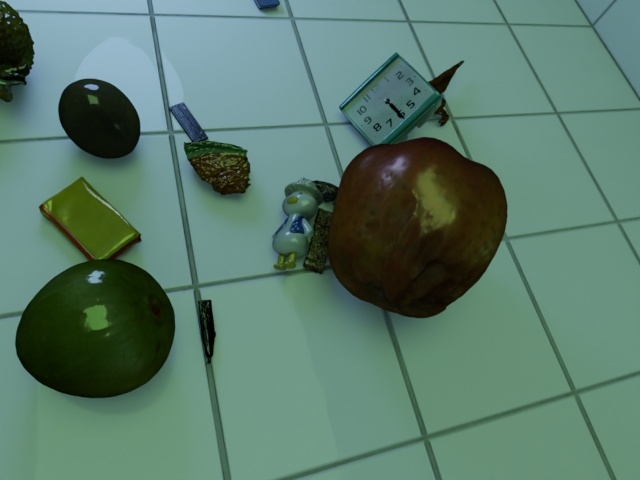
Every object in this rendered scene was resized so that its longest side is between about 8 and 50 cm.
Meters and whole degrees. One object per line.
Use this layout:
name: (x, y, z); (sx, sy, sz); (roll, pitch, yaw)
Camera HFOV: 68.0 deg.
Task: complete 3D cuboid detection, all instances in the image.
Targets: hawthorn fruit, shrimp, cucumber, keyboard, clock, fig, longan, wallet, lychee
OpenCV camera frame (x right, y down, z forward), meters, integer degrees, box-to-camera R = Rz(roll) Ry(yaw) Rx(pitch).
hawthorn fruit: (0.243, -0.023, 1.226); (0.471, 0.472, 0.472); (6, 63, -12)
shrimp: (0.011, -0.148, 1.437); (0.165, 0.056, 0.065); (21, 67, -2)
cucumber: (-0.278, 0.227, 1.176); (0.038, 0.043, 0.163); (-17, 68, 8)
keyboard: (-0.404, -0.360, 1.454); (0.053, 0.010, 0.155); (-29, 75, -25)
clock: (0.233, -0.442, 1.573); (0.262, 0.116, 0.231); (-42, 73, 9)
fig: (-0.487, 0.192, 1.013); (0.316, 0.316, 0.316); (6, 63, -12)
longan: (-0.592, -0.326, 1.279); (0.220, 0.196, 0.197); (52, 54, -31)
wallet: (-0.590, -0.042, 1.218); (0.241, 0.067, 0.141); (42, 66, 12)
lychee: (-0.904, -0.521, 1.255); (0.320, 0.270, 0.270); (36, 58, -19)

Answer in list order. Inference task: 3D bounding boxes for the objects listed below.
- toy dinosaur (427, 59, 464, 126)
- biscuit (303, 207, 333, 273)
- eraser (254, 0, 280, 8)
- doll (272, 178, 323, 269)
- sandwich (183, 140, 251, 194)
toy dinosaur: (0.402, -0.519, 1.713); (0.432, 0.097, 0.208); (-21, 66, -24)
biscuit: (0.000, 0.000, 1.371); (0.064, 0.034, 0.199); (17, 62, -6)
eraser: (-0.231, -0.951, 1.785); (0.082, 0.036, 0.225); (-18, 71, -21)
doll: (-0.067, -0.054, 1.334); (0.119, 0.138, 0.293); (41, 53, -41)
sandwich: (-0.297, -0.206, 1.362); (0.184, 0.109, 0.160); (-1, 84, -18)
